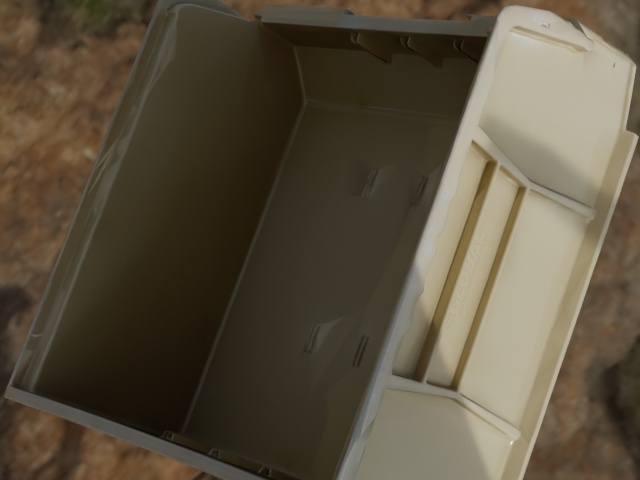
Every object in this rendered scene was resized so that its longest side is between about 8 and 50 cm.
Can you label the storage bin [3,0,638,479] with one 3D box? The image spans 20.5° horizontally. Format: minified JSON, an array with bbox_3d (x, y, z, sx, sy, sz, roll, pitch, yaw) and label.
[{"bbox_3d":[0.000,0.000,0.902,0.123,0.262,0.260,26,80,-40],"label":"storage bin"}]
